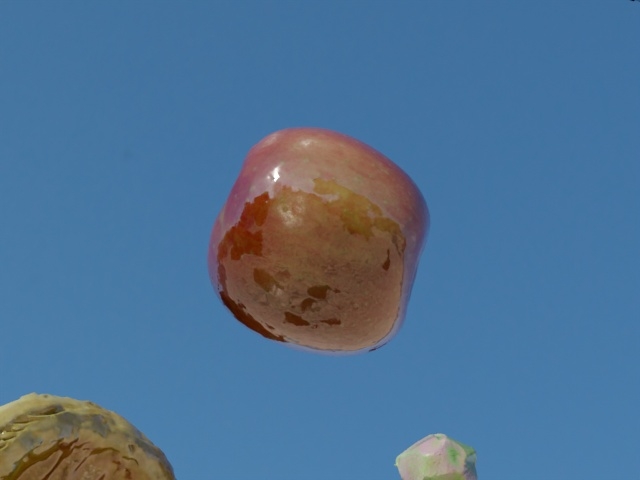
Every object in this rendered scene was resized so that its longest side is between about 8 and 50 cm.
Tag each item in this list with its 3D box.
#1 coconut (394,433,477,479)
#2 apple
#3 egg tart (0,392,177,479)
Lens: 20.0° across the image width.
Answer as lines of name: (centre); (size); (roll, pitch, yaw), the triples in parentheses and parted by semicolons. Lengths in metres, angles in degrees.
coconut: (0.124, 0.237, 1.869); (0.081, 0.082, 0.083); (-27, -47, -2)
apple: (0.000, 0.000, 1.461); (0.168, 0.181, 0.181); (15, -39, 8)
egg tart: (-0.297, 0.341, 1.831); (0.169, 0.388, 0.388); (4, -34, 42)
